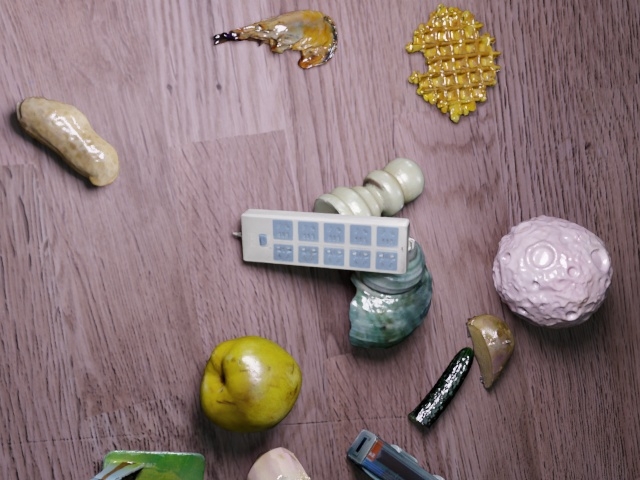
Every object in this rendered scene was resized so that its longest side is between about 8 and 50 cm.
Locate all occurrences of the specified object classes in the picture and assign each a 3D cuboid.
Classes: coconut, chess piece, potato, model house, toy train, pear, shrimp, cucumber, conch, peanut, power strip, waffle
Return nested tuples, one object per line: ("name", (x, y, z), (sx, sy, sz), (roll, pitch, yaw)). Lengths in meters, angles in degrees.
("coconut", (-0.089, 0.484, 1.450), (0.116, 0.122, 0.116), (-24, 139, -23))
("chess piece", (0.117, -0.089, 1.508), (0.243, 0.133, 0.133), (-33, 101, -23))
("potato", (0.410, 0.252, 1.627), (0.101, 0.089, 0.171), (-16, 95, -20))
("model house", (-0.355, 0.560, 1.248), (0.340, 0.324, 0.300), (8, 88, -19))
("toy train", (0.242, 0.560, 1.579), (0.409, 0.086, 0.089), (37, 78, -16))
("pear", (-0.133, 0.283, 1.395), (0.200, 0.200, 0.199), (-1, 92, -19))
("shrimp", (-0.081, -0.404, 1.454), (0.262, 0.066, 0.117), (-17, 97, -16))
("cucumber", (0.283, 0.330, 1.608), (0.058, 0.052, 0.214), (37, 76, 13))
("conch", (0.144, 0.092, 1.492), (0.220, 0.195, 0.277), (-20, 143, -41))
("peanut", (-0.461, -0.188, 1.314), (0.214, 0.099, 0.099), (46, 77, -13))
("power strip", (0.000, 0.000, 1.403), (0.368, 0.043, 0.106), (4, 110, 15))
("waffle", (0.297, -0.402, 1.591), (0.229, 0.051, 0.231), (39, 78, -15))

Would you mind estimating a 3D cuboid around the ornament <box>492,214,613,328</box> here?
("ornament", (0.507, 0.076, 1.568), (0.259, 0.259, 0.225), (30, 86, -17))
